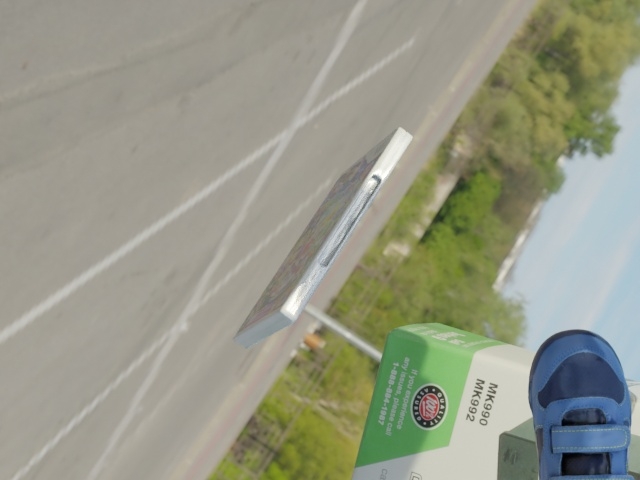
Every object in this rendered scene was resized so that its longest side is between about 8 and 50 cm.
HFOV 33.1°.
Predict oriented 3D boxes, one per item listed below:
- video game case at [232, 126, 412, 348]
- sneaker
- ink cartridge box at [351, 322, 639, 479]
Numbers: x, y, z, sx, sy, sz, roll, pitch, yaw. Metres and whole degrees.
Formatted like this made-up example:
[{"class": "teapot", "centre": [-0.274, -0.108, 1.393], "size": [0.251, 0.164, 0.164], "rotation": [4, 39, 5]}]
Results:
[{"class": "video game case", "centre": [0.000, 0.000, 0.575], "size": [0.122, 0.011, 0.087], "rotation": [-57, -172, -23]}, {"class": "sneaker", "centre": [0.135, 0.117, 0.549], "size": [0.059, 0.053, 0.144], "rotation": [-74, 160, -79]}, {"class": "ink cartridge box", "centre": [0.175, 0.198, 0.783], "size": [0.121, 0.289, 0.211], "rotation": [10, 94, -67]}]
